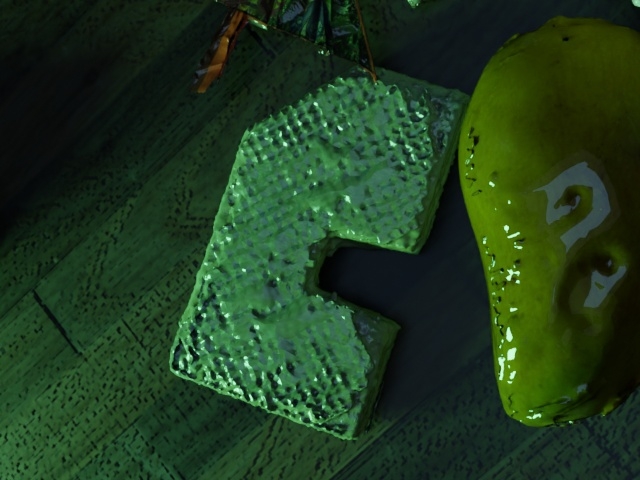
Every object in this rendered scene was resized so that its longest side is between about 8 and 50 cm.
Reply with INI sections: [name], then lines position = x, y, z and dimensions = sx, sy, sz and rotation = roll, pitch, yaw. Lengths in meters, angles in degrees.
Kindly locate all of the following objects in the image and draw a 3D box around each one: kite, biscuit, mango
[kite]
position = -0.038, -0.180, 0.958
dimensions = 0.232, 0.009, 0.189
rotation = 26, 85, 28
[biscuit]
position = 0.000, 0.000, 0.943
dimensions = 0.147, 0.046, 0.250
rotation = 21, 95, 17
[mango]
position = 0.152, -0.011, 0.841
dimensions = 0.156, 0.151, 0.249
rotation = 10, 88, -17

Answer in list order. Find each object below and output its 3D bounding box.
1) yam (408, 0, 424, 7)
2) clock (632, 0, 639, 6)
[yam]
position = 0.112, -0.205, 0.923
dimensions = 0.145, 0.032, 0.032
rotation = -33, 80, 13
[clock]
position = 0.321, -0.262, 0.746
dimensions = 0.368, 0.250, 0.377
rotation = 33, 104, 16
